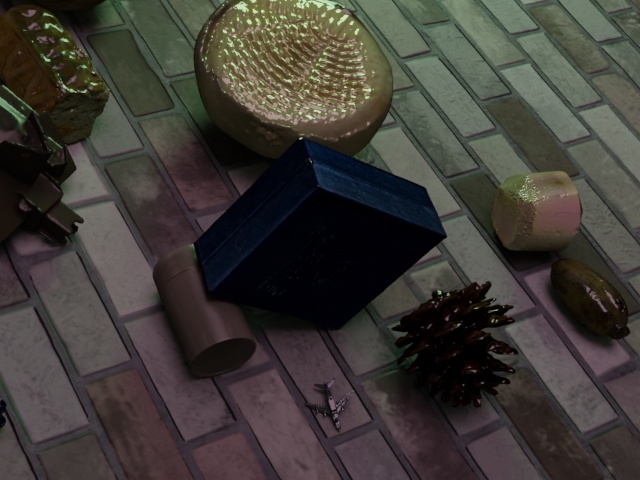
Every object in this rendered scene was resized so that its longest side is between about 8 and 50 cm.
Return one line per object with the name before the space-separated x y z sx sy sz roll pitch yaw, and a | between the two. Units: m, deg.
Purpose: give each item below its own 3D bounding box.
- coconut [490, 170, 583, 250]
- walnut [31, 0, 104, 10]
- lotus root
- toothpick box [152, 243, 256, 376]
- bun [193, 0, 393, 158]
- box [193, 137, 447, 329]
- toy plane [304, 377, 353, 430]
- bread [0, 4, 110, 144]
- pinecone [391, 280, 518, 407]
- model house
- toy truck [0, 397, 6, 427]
coconut | 0.399 -0.050 1.962 0.153 0.147 0.147 -2 52 -14
walnut | -0.493 -0.568 2.029 0.313 0.277 0.252 37 87 6
lotus root | 0.470 0.102 1.898 0.089 0.080 0.179 -23 57 -29
toothpick box | -0.179 0.105 1.668 0.111 0.111 0.180 -11 57 -25
bun | -0.060 -0.275 1.963 0.364 0.202 0.364 9 56 -14
box | 0.000 0.000 1.648 0.279 0.261 0.116 19 41 -40
toy plane | 0.017 0.251 1.666 0.078 0.024 0.084 -15 55 -6
bread | -0.485 -0.301 1.898 0.152 0.130 0.267 -26 63 -23
pinecone | 0.219 0.164 1.699 0.208 0.207 0.207 9 49 -11
model house | -0.472 -0.100 1.706 0.243 0.204 0.211 40 49 -5
toy truck | -0.466 0.222 1.461 0.074 0.136 0.063 29 47 6
